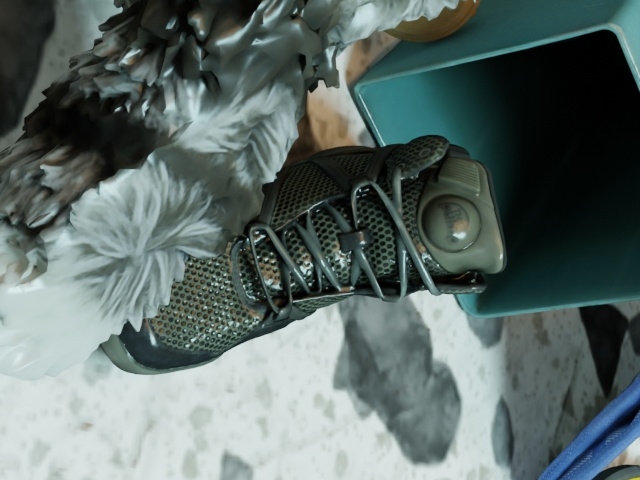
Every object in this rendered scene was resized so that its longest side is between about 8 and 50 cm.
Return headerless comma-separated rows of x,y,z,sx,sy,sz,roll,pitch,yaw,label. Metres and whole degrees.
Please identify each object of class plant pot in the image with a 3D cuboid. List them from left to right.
0.168,-0.097,0.925,0.234,0.166,0.165,-52,123,-42,plant pot

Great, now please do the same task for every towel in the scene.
0.240,0.050,0.980,0.034,0.209,0.285,44,46,10,towel

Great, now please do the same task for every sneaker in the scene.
0.000,0.000,0.748,0.227,0.130,0.087,-19,98,-45,sneaker

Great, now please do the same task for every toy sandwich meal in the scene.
0.054,-0.147,0.860,0.029,0.085,0.085,-23,103,-64,toy sandwich meal

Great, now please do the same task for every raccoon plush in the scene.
-0.085,-0.200,0.696,0.446,0.299,0.216,-44,140,-6,raccoon plush

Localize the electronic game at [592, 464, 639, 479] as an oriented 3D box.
0.200,0.258,1.000,0.229,0.048,0.229,8,79,-48,electronic game
